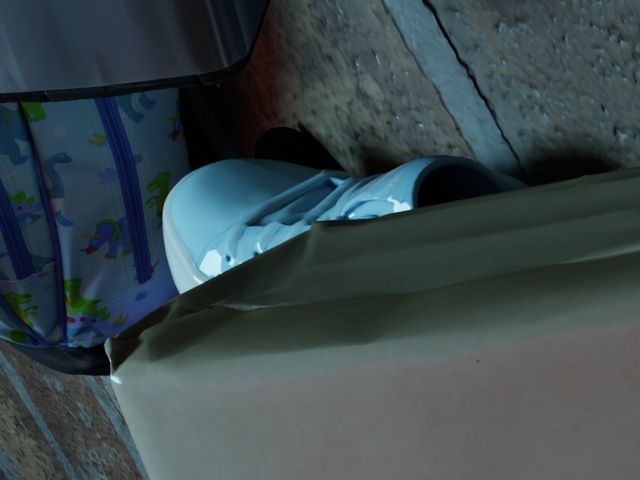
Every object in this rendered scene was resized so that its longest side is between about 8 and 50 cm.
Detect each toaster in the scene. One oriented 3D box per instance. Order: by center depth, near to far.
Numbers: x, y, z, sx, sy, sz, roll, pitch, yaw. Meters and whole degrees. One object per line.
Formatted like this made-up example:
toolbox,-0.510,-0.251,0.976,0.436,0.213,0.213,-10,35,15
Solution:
toaster,-0.112,-0.144,0.938,0.168,0.186,0.110,-4,127,15

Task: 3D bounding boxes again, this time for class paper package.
paper package,0.119,0.143,0.761,0.309,0.168,0.325,-10,106,39

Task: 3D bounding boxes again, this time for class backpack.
backpack,-0.203,-0.104,1.231,0.290,0.273,0.355,54,147,27

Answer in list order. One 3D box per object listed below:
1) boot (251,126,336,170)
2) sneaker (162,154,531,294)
boot,0.000,-0.001,1.171,0.121,0.045,0.099,49,161,19
sneaker,0.048,0.004,0.975,0.366,0.135,0.150,26,136,39
